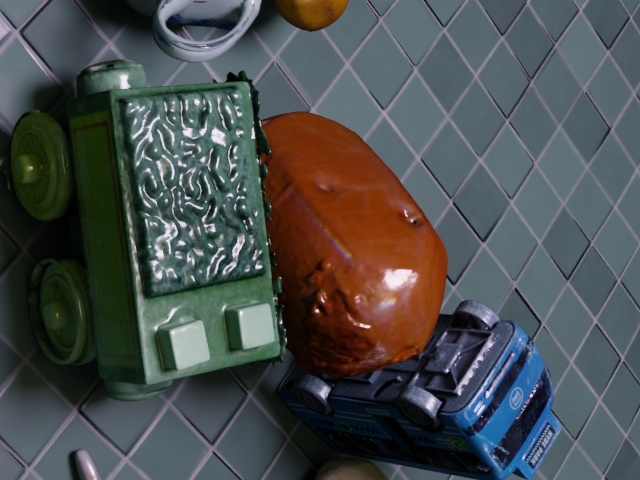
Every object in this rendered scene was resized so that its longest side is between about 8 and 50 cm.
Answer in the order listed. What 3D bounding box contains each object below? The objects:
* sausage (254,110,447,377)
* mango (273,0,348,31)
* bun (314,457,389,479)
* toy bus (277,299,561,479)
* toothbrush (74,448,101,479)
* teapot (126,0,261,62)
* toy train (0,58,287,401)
[{"bbox_3d":[0.000,-0.001,1.154,0.153,0.268,0.141,-9,132,-29],"label":"sausage"},{"bbox_3d":[-0.022,-0.328,1.218,0.177,0.120,0.294,19,75,-80],"label":"mango"},{"bbox_3d":[0.025,0.233,1.275,0.086,0.086,0.054,27,30,-35],"label":"bun"},{"bbox_3d":[0.087,0.133,1.215,0.134,0.246,0.113,52,60,-27],"label":"toy bus"},{"bbox_3d":[-0.148,0.315,1.135,0.030,0.025,0.307,-23,95,-34],"label":"toothbrush"},{"bbox_3d":[-0.126,-0.243,1.133,0.159,0.159,0.232,-5,61,-39],"label":"teapot"},{"bbox_3d":[-0.136,-0.008,1.079,0.159,0.188,0.271,-9,95,-38],"label":"toy train"}]
